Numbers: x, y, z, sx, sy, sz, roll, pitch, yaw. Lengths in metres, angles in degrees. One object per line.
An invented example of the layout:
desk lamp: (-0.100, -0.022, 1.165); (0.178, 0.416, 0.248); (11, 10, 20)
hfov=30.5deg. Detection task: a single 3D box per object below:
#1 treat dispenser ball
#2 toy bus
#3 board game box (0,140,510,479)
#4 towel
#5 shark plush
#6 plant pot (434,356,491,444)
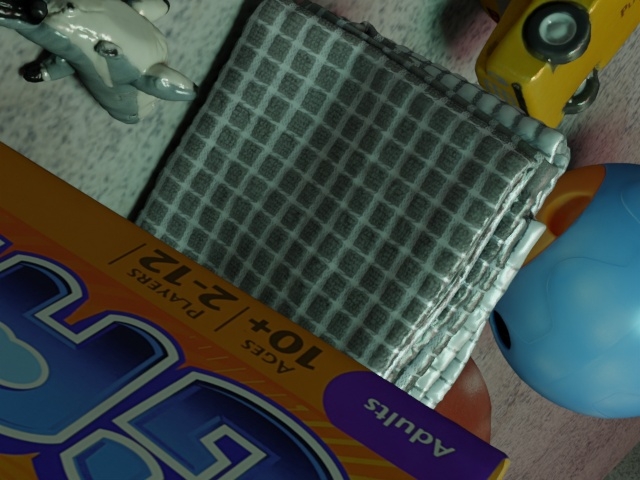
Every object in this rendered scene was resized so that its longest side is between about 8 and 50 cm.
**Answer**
treat dispenser ball: (0.329, 0.055, 1.325); (0.288, 0.288, 0.288); (-39, 151, -27)
toy bus: (0.236, -0.254, 0.967); (0.333, 0.130, 0.108); (-51, 155, -4)
board game box: (-0.197, 0.208, 0.502); (0.356, 0.356, 0.356); (-35, 150, -52)
towel: (0.000, 0.000, 0.776); (0.121, 0.235, 0.284); (14, 110, -56)
shark plush: (-0.132, -0.098, 0.643); (0.067, 0.073, 0.161); (-30, 168, 24)
plant pot: (0.014, 0.180, 1.016); (0.265, 0.272, 0.272); (-19, 138, -62)
